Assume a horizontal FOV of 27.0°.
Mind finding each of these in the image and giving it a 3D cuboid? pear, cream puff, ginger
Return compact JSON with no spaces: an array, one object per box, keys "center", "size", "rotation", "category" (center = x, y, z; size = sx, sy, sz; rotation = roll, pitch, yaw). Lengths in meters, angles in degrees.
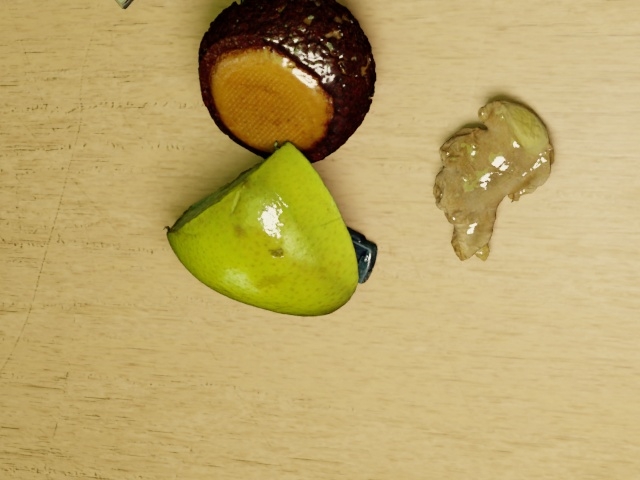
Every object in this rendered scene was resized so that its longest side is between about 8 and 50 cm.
[{"center":[-0.075,0.031,1.788],"size":[0.239,0.139,0.288],"rotation":[46,143,-12],"category":"pear"},{"center":[-0.039,-0.221,1.739],"size":[0.239,0.165,0.239],"rotation":[14,135,15],"category":"cream puff"},{"center":[0.212,-0.080,1.755],"size":[0.137,0.074,0.213],"rotation":[38,116,6],"category":"ginger"}]

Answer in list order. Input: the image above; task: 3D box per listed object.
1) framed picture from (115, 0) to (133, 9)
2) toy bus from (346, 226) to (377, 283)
[{"center":[-0.297,-0.480,1.855],"size":[0.197,0.014,0.252],"rotation":[-43,87,21],"category":"framed picture"},{"center":[0.000,0.000,1.852],"size":[0.166,0.047,0.065],"rotation":[27,106,11],"category":"toy bus"}]
